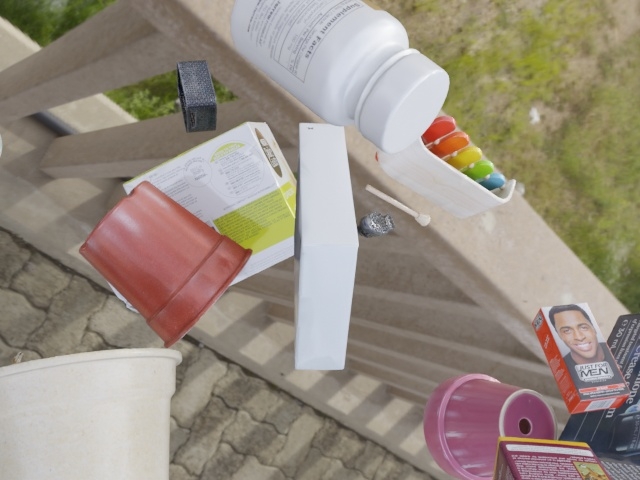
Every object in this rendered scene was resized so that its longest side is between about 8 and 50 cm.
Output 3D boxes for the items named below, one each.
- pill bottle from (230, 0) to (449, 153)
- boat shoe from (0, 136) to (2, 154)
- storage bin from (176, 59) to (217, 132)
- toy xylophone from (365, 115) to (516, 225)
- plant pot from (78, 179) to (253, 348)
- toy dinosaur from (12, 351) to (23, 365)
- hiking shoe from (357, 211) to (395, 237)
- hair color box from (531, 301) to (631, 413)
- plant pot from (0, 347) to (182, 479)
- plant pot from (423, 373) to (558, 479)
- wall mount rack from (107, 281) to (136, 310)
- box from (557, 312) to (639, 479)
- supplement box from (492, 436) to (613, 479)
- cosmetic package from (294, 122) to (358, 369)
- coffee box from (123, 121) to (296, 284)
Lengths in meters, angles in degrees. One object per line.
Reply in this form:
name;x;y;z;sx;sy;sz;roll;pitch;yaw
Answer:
pill bottle;0.021;-0.200;0.715;0.131;0.229;0.131;-39;156;-21
boat shoe;-0.719;-0.132;1.260;0.091;0.302;0.114;1;120;2
storage bin;-0.343;-0.399;1.817;0.084;0.122;0.180;-9;58;-16
toy xylophone;0.234;-0.132;1.352;0.322;0.236;0.081;33;56;-35
plant pot;-0.329;0.035;1.357;0.265;0.272;0.272;42;68;-10
toy dinosaur;-0.732;0.347;1.549;0.183;0.092;0.053;-73;168;-53
hiking shoe;0.170;-0.039;2.205;0.227;0.114;0.086;1;66;-64
hair color box;0.346;0.155;0.879;0.072;0.141;0.043;-6;141;-8
plant pot;-0.359;0.350;1.001;0.334;0.334;0.305;0;71;-37
plant pot;0.319;0.341;1.195;0.201;0.180;0.201;7;73;-24
wall mount rack;-0.497;0.127;1.788;0.304;0.350;0.130;18;77;-9
box;0.609;0.266;0.983;0.212;0.395;0.293;41;66;-9
supplement box;0.244;0.281;0.658;0.104;0.188;0.081;3;102;2
cosmetic package;0.000;0.000;1.199;0.097;0.377;0.284;0;129;-2
coffee box;-0.233;-0.085;1.682;0.338;0.337;0.334;-26;97;7
